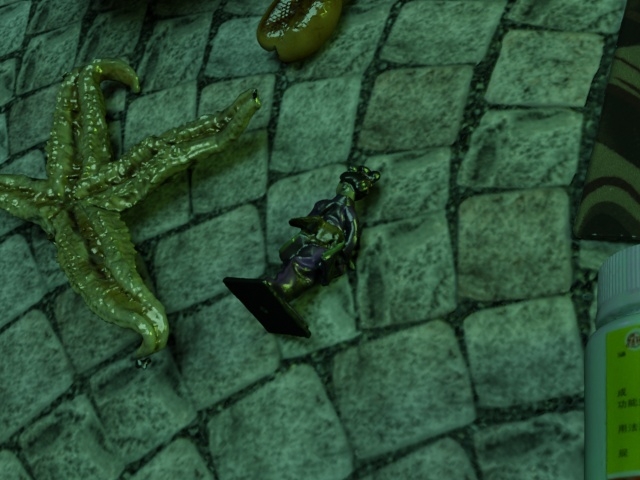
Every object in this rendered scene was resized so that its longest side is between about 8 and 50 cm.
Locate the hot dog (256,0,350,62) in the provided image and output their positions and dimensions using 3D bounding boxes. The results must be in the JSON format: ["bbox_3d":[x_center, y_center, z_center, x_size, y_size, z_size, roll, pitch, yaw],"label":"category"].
[{"bbox_3d":[-0.016,-0.283,1.108,0.090,0.060,0.140,26,81,31],"label":"hot dog"}]

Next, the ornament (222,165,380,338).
[{"bbox_3d":[-0.007,0.002,0.920,0.081,0.088,0.203,-7,41,49],"label":"ornament"}]

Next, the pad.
[{"bbox_3d":[0.376,-0.140,0.846,0.220,0.004,0.330,2,61,35],"label":"pad"}]

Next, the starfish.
[{"bbox_3d":[-0.229,-0.074,1.056,0.432,0.082,0.324,28,71,40],"label":"starfish"}]

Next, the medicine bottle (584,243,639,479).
[{"bbox_3d":[0.269,0.125,0.663,0.139,0.139,0.225,-4,59,23],"label":"medicine bottle"}]
